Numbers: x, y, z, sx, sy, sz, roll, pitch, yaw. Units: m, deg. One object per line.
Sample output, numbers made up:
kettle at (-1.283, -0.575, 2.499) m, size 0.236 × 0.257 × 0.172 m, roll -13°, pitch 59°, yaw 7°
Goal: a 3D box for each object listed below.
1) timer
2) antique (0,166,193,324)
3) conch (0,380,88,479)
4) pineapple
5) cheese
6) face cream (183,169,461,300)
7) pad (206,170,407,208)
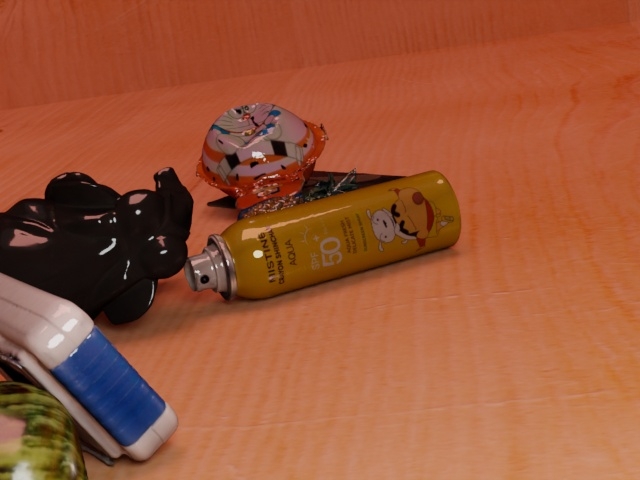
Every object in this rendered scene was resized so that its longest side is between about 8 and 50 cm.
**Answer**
timer at (-0.256, 0.119, 1.218) m, size 0.078 × 0.178 × 0.253 m, roll -48°, pitch 30°, yaw -18°
antique at (-0.301, 0.014, 1.576) m, size 0.322 × 0.185 × 0.255 m, roll -25°, pitch 11°, yaw -8°
conch at (-0.282, 0.193, 1.063) m, size 0.181 × 0.124 × 0.187 m, roll -9°, pitch 23°, yaw 13°
pineapple at (-0.029, -0.026, 1.746) m, size 0.221 × 0.103 × 0.083 m, roll -25°, pitch 45°, yaw -35°
cheese at (-0.087, -0.112, 1.988) m, size 0.217 × 0.129 × 0.329 m, roll -15°, pitch 34°, yaw 2°
face cream at (0.000, 0.000, 1.601) m, size 0.349 × 0.105 × 0.105 m, roll -15°, pitch 17°, yaw -18°
pad at (-0.001, -0.078, 2.056) m, size 0.330 × 0.004 × 0.220 m, roll 6°, pitch 22°, yaw 44°
